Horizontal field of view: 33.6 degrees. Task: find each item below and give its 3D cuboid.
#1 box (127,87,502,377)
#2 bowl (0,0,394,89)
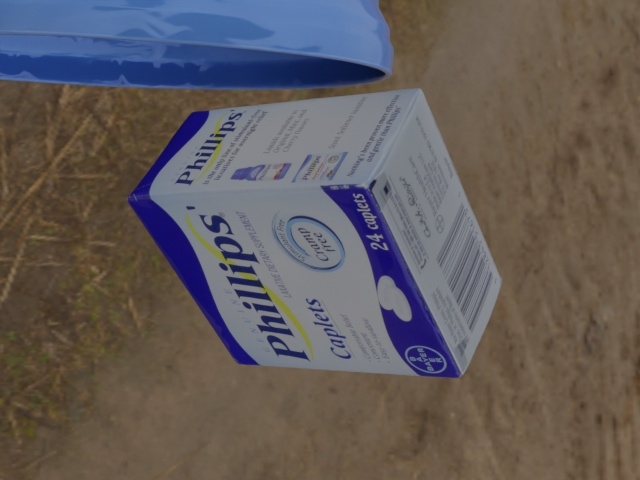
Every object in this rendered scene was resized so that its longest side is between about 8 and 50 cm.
[{"bbox_3d":[0.000,0.000,0.520,0.072,0.137,0.126,-60,136,-37],"label":"box"},{"bbox_3d":[-0.143,-0.161,0.765,0.391,0.391,0.077,-3,96,-52],"label":"bowl"}]
